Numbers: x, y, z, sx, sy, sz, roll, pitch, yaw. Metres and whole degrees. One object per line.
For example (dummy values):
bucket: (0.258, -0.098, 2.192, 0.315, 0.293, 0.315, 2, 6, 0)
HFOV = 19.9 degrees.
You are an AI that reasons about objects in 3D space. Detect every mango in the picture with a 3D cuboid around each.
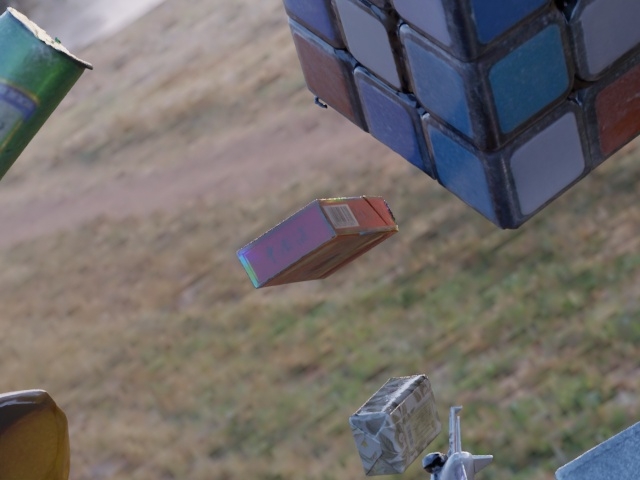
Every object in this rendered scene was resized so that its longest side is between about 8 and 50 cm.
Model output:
mango: (-0.358, 0.229, 1.746, 0.236, 0.136, 0.166, -13, 0, -31)

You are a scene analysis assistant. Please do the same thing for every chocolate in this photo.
chocolate: (-0.360, -0.092, 1.850, 0.291, 0.110, 0.110, -55, 12, 2)

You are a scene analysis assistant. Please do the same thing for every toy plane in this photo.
toy plane: (0.130, 0.251, 1.792, 0.171, 0.065, 0.162, 105, 164, -51)

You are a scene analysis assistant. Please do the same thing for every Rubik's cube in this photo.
Rubik's cube: (0.176, -0.284, 1.796, 0.359, 0.363, 0.362, -35, 50, -14)

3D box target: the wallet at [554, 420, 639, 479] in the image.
wallet: (0.234, 0.145, 0.970, 0.222, 0.036, 0.167, -36, 54, 29)

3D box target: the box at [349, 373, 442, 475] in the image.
box: (0.067, 0.163, 1.609, 0.045, 0.062, 0.098, -8, 12, 27)

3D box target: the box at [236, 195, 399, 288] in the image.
box: (0.000, -0.001, 1.925, 0.112, 0.048, 0.175, -34, -11, 21)
